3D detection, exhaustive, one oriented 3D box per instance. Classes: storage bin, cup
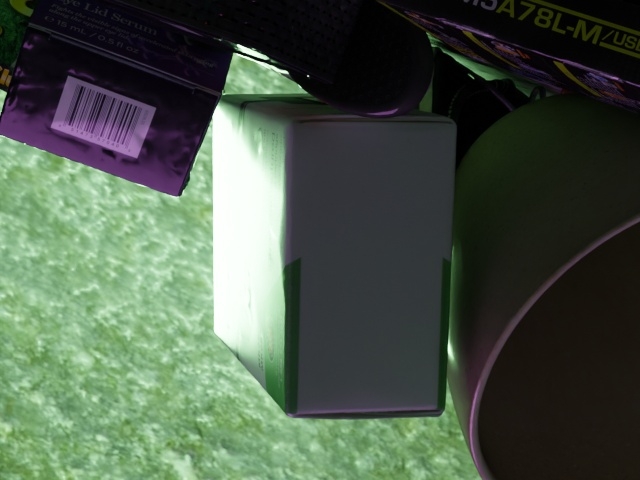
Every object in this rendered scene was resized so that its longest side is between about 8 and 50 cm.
[{"bbox_3d":[-0.072,-0.168,1.027,0.180,0.084,0.122,21,-177,26],"label":"storage bin"},{"bbox_3d":[0.221,0.018,1.286,0.331,0.331,0.237,18,-151,-36],"label":"cup"}]

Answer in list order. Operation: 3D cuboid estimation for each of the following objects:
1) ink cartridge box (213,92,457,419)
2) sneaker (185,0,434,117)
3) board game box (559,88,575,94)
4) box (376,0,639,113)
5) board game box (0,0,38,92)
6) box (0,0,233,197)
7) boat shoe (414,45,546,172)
[{"bbox_3d":[0.000,0.000,1.257,0.122,0.211,0.289,-1,-172,-14],"label":"ink cartridge box"},{"bbox_3d":[0.017,-0.142,1.173,0.145,0.090,0.270,15,-171,-47],"label":"sneaker"},{"bbox_3d":[0.317,-0.018,1.462,0.281,0.145,0.027,19,-176,-11],"label":"board game box"},{"bbox_3d":[0.141,-0.104,0.893,0.184,0.045,0.191,24,-175,21],"label":"box"},{"bbox_3d":[-0.199,-0.189,1.431,0.136,0.030,0.259,25,-144,1],"label":"board game box"},{"bbox_3d":[-0.148,-0.152,1.303,0.153,0.108,0.207,19,-143,-9],"label":"box"},{"bbox_3d":[0.146,-0.073,1.553,0.156,0.186,0.500,12,-176,14],"label":"boat shoe"}]
